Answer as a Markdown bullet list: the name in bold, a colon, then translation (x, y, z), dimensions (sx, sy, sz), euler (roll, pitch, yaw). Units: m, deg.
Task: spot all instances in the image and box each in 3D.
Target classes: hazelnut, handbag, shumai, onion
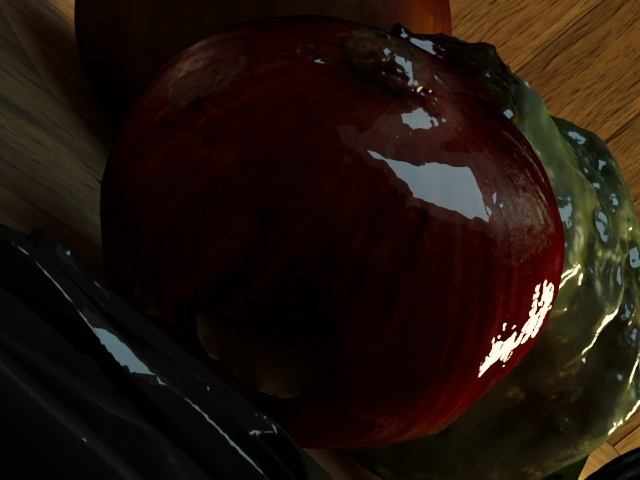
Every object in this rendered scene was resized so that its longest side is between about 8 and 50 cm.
- **hazelnut**: translation (-0.059, -0.192, 1.961), dimensions (0.359, 0.359, 0.409), euler (55, 5, 25)
- **handbag**: translation (-0.123, 0.094, 1.117), dimensions (0.257, 0.113, 0.285), euler (45, 8, 10)
- **shumai**: translation (0.110, -0.006, 1.729), dimensions (0.323, 0.324, 0.397), euler (60, 26, -52)
- **onion**: translation (-0.006, 0.003, 1.448), dimensions (0.341, 0.341, 0.341), euler (49, 9, -10)

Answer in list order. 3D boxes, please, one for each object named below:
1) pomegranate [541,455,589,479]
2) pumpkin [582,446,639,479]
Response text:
- **pomegranate**: translation (0.172, 0.174, 2.072), dimensions (0.214, 0.214, 0.248), euler (48, -24, -16)
- **pumpkin**: translation (0.375, 0.371, 1.962), dimensions (0.363, 0.266, 0.363), euler (49, 13, -15)
